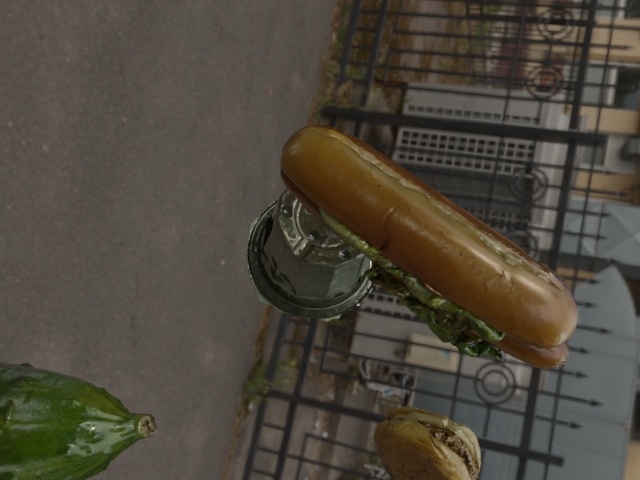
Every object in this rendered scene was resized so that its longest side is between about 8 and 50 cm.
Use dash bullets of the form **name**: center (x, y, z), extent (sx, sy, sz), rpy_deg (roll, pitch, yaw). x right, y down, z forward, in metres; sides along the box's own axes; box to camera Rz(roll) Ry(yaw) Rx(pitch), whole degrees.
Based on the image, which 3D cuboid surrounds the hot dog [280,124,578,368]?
- **hot dog**: center (0.098, 0.014, 0.671), extent (0.100, 0.337, 0.135), rpy_deg (-52, 171, -11)

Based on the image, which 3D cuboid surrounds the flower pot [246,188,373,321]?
- **flower pot**: center (0.000, 0.000, 1.356), extent (0.259, 0.290, 0.290), rpy_deg (116, -10, -72)

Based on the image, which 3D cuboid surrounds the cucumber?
- **cucumber**: center (-0.253, 0.162, 0.591), extent (0.134, 0.244, 0.134), rpy_deg (-7, 90, -77)

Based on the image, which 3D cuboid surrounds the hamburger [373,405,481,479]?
- **hamburger**: center (0.207, 0.412, 1.362), extent (0.108, 0.213, 0.214), rpy_deg (-46, 145, -35)
